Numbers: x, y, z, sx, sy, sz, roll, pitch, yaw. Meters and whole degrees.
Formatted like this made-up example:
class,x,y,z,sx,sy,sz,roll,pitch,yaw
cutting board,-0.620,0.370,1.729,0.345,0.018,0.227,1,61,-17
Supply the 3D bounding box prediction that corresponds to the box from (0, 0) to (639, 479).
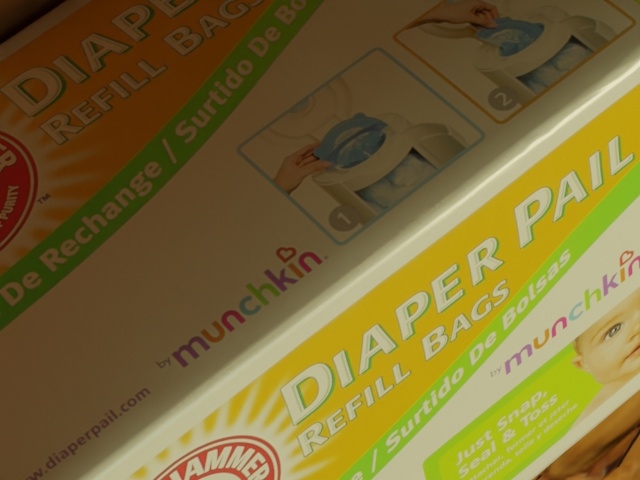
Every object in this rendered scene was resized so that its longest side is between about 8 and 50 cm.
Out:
class,x,y,z,sx,sy,sz,roll,pitch,yaw
box,0.000,0.000,0.386,0.203,0.103,0.114,-37,144,-16
